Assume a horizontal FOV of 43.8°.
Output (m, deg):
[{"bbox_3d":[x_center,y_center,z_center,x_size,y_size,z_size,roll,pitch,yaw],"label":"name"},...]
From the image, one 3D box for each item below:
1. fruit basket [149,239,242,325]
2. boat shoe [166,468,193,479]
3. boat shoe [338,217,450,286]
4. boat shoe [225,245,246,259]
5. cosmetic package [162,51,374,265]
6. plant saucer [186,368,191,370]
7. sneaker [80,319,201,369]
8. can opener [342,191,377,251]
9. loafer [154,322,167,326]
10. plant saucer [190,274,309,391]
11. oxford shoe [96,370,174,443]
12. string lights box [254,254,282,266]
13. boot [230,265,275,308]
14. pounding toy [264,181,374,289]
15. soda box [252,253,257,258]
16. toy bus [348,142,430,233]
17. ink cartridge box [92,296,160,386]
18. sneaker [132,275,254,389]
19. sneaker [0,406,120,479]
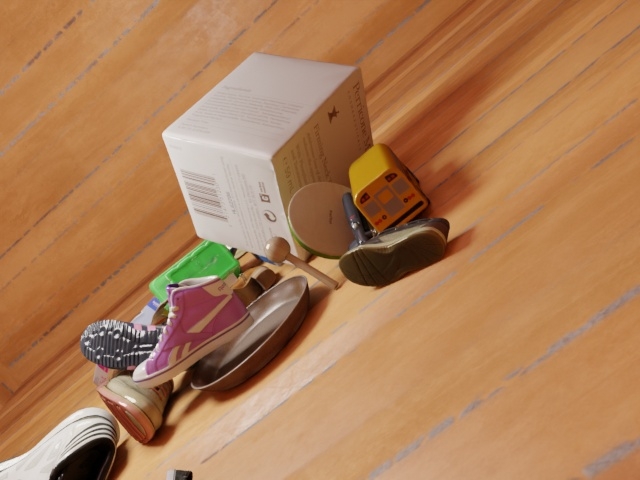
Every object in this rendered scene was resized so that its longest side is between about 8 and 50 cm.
[{"bbox_3d":[-0.350,0.144,2.259,0.327,0.165,0.353,-40,-11,-28],"label":"fruit basket"},{"bbox_3d":[-0.213,0.387,1.202,0.040,0.049,0.142,-5,16,-8],"label":"boat shoe"},{"bbox_3d":[0.128,0.017,1.338,0.223,0.080,0.073,-22,18,44],"label":"boat shoe"},{"bbox_3d":[-0.202,-0.052,2.517,0.285,0.089,0.104,-40,12,8],"label":"boat shoe"},{"bbox_3d":[-0.108,-0.211,1.948,0.327,0.329,0.394,15,48,30],"label":"cosmetic package"},{"bbox_3d":[-0.318,0.278,1.839,0.119,0.021,0.119,-10,14,2],"label":"plant saucer"},{"bbox_3d":[-0.379,0.244,1.775,0.318,0.131,0.112,3,74,21],"label":"sneaker"},{"bbox_3d":[0.073,-0.030,1.561,0.073,0.059,0.186,-26,46,12],"label":"can opener"},{"bbox_3d":[-0.363,0.259,2.028,0.084,0.096,0.267,-26,13,-21],"label":"loafer"},{"bbox_3d":[-0.129,0.193,1.585,0.310,0.050,0.310,-40,12,10],"label":"plant saucer"},{"bbox_3d":[-0.391,0.330,1.732,0.146,0.140,0.397,-37,13,-18],"label":"oxford shoe"},{"bbox_3d":[-0.117,-0.009,2.151,0.133,0.077,0.259,-44,13,-10],"label":"string lights box"},{"bbox_3d":[-0.203,0.133,1.965,0.197,0.073,0.152,-33,11,-17],"label":"boot"},{"bbox_3d":[0.000,0.000,1.642,0.237,0.183,0.110,-56,-7,-35],"label":"pounding toy"},{"bbox_3d":[-0.134,-0.045,2.339,0.216,0.069,0.074,-44,13,-4],"label":"soda box"},{"bbox_3d":[0.131,-0.106,1.597,0.108,0.130,0.333,-40,13,11],"label":"toy bus"},{"bbox_3d":[-0.557,0.294,2.393,0.311,0.065,0.186,-49,-6,-37],"label":"ink cartridge box"},{"bbox_3d":[-0.290,0.172,1.600,0.282,0.161,0.102,-35,12,7],"label":"sneaker"},{"bbox_3d":[-0.600,0.529,1.616,0.447,0.169,0.257,-42,11,-12],"label":"sneaker"}]
